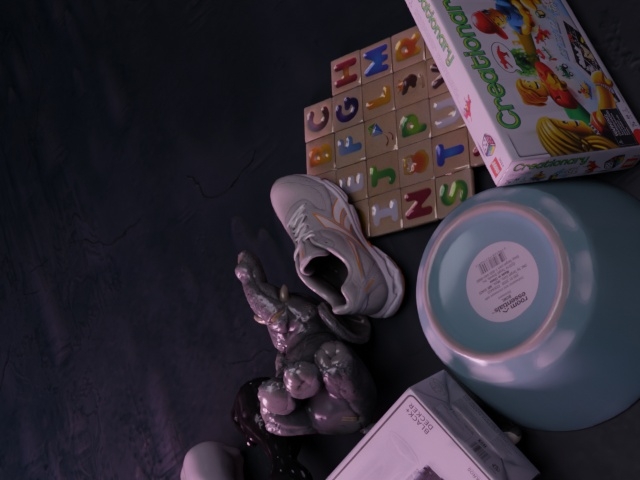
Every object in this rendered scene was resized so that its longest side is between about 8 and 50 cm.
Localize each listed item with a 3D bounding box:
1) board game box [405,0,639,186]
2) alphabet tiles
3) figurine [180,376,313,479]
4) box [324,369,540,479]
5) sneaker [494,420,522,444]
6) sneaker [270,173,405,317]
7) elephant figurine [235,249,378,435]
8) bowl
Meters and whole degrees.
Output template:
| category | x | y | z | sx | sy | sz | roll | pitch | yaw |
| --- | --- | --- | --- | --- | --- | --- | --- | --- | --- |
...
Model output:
| category | x | y | z | sx | sy | sz | roll | pitch | yaw |
| --- | --- | --- | --- | --- | --- | --- | --- | --- | --- |
| board game box | 0.238 | -0.209 | 1.197 | 0.053 | 0.192 | 0.305 | 115 | 140 | -53 |
| alphabet tiles | 0.106 | -0.152 | 1.385 | 0.342 | 0.011 | 0.285 | -15 | 70 | 40 |
| figurine | -0.097 | 0.328 | 1.352 | 0.215 | 0.092 | 0.209 | -51 | 32 | 19 |
| box | 0.098 | 0.312 | 1.187 | 0.169 | 0.087 | 0.290 | 46 | 119 | 19 |
| sneaker | 0.184 | 0.275 | 1.214 | 0.161 | 0.057 | 0.075 | -30 | 81 | 29 |
| sneaker | 0.000 | 0.000 | 1.357 | 0.262 | 0.121 | 0.099 | 48 | 121 | 30 |
| elephant figurine | -0.011 | 0.136 | 1.343 | 0.169 | 0.186 | 0.239 | -12 | 38 | 1 |
| bowl | 0.232 | 0.058 | 1.151 | 0.311 | 0.163 | 0.312 | -11 | 72 | 38 |
